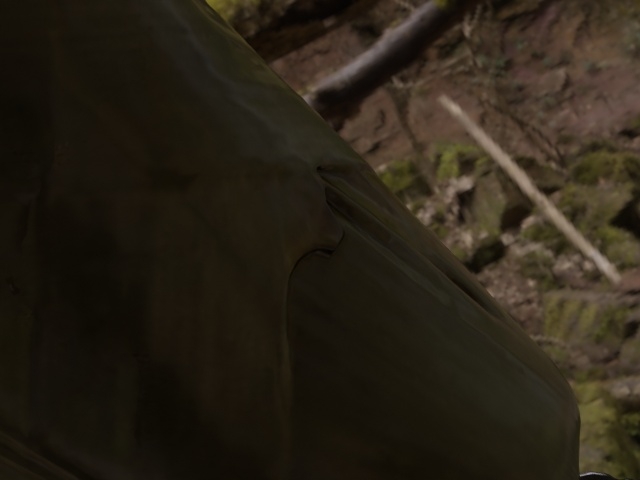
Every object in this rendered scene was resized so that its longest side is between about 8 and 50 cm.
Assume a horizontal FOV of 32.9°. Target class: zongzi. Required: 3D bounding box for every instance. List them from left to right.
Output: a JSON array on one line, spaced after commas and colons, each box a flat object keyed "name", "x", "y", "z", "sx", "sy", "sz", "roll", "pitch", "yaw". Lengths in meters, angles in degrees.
[{"name": "zongzi", "x": 0.000, "y": 0.000, "z": 0.382, "sx": 0.181, "sy": 0.447, "sz": 0.418, "roll": -77, "pitch": 4, "yaw": -52}]
